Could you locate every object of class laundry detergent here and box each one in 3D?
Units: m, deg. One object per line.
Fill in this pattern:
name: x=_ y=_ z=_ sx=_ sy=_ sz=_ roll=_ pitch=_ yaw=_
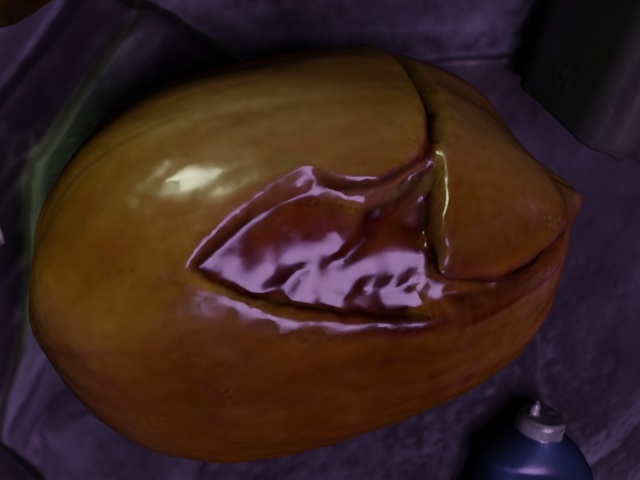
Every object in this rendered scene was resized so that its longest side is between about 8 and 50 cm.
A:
laundry detergent: x=0.137 y=0.202 z=0.888 sx=0.096 sy=0.061 sz=0.206 roll=3 pitch=114 yaw=-19

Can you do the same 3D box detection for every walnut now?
walnut: x=0.000 y=0.000 z=0.629 sx=0.297 sy=0.203 sz=0.203 roll=-13 pitch=122 yaw=-22

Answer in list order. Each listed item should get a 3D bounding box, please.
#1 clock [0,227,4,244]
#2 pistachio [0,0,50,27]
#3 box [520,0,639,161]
clock: x=-0.228 y=-0.021 z=0.549 sx=0.144 sy=0.103 sz=0.231 roll=-19 pitch=123 yaw=-6
pistachio: x=-0.108 y=-0.176 z=0.521 sx=0.100 sy=0.110 sz=0.189 roll=44 pitch=105 yaw=-8
box: x=0.245 y=-0.132 z=0.713 sx=0.274 sy=0.138 sz=0.178 roll=7 pitch=118 yaw=-30
